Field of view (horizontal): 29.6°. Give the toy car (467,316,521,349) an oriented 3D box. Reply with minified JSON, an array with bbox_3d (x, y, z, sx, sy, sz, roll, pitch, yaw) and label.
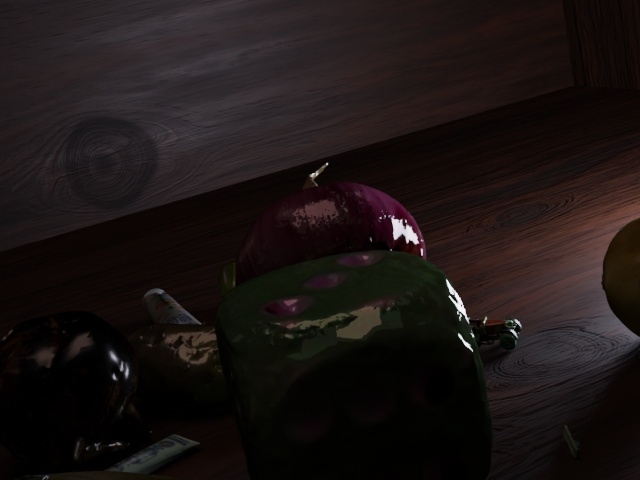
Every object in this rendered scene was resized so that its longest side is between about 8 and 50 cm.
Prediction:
[{"bbox_3d":[0.283,0.164,2.152,0.143,0.054,0.073,-7,16,19],"label":"toy car"}]

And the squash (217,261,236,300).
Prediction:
[{"bbox_3d":[-0.177,0.118,2.617,0.105,0.105,0.132,-9,28,7],"label":"squash"}]

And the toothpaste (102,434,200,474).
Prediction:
[{"bbox_3d":[-0.290,0.356,1.895,0.062,0.039,0.239,8,21,40],"label":"toothpaste"}]

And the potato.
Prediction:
[{"bbox_3d":[-0.239,0.218,2.146,0.262,0.165,0.165,1,19,28],"label":"potato"}]

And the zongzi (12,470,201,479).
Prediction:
[{"bbox_3d":[-0.316,0.369,1.740,0.256,0.115,0.228,-16,10,-40],"label":"zongzi"}]

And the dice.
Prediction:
[{"bbox_3d":[0.040,0.205,1.665,0.322,0.318,0.330,-13,15,-7],"label":"dice"}]

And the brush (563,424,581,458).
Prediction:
[{"bbox_3d":[0.358,0.286,1.722,0.013,0.016,0.083,1,15,-2],"label":"brush"}]

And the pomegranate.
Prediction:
[{"bbox_3d":[0.579,0.064,2.013,0.233,0.233,0.233,-10,15,3],"label":"pomegranate"}]

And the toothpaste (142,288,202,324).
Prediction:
[{"bbox_3d":[-0.303,0.175,2.538,0.100,0.066,0.323,-17,21,-19],"label":"toothpaste"}]

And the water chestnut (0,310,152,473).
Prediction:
[{"bbox_3d":[-0.418,0.250,2.004,0.289,0.244,0.289,-12,23,5],"label":"water chestnut"}]

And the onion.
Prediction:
[{"bbox_3d":[0.000,0.032,2.245,0.345,0.358,0.358,42,43,24],"label":"onion"}]
